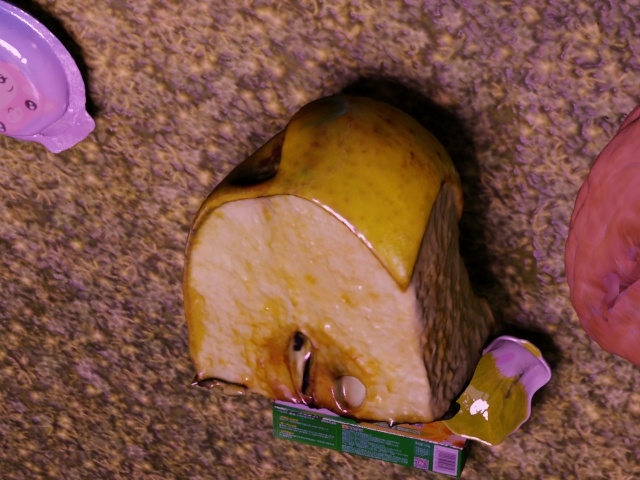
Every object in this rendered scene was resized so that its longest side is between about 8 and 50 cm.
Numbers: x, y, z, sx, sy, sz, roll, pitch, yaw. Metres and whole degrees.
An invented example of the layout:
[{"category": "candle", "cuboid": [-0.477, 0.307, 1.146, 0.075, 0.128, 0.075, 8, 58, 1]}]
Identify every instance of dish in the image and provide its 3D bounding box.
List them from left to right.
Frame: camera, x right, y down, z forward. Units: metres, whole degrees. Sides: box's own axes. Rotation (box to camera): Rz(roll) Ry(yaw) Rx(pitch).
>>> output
[{"category": "dish", "cuboid": [0.147, 0.114, 1.639, 0.091, 0.039, 0.137, 37, 133, -6]}]

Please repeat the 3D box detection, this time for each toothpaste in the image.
[{"category": "toothpaste", "cuboid": [0.046, 0.168, 1.730, 0.178, 0.037, 0.043, 11, 137, 12]}]

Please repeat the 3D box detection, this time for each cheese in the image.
[{"category": "cheese", "cuboid": [-0.281, -0.162, 1.549, 0.135, 0.052, 0.245, -29, 115, 38]}]

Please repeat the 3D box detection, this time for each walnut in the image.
[{"category": "walnut", "cuboid": [0.287, -0.006, 1.356, 0.225, 0.225, 0.261, 23, 140, 1]}]

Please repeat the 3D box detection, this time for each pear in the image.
[{"category": "pear", "cuboid": [0.000, 0.000, 1.517, 0.238, 0.164, 0.255, 7, 128, 30]}]
